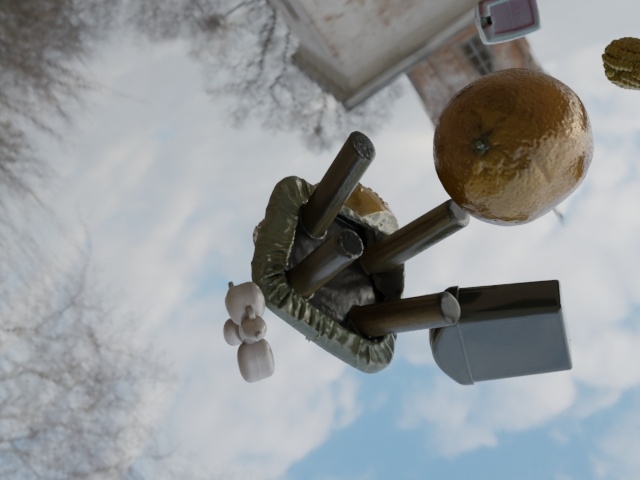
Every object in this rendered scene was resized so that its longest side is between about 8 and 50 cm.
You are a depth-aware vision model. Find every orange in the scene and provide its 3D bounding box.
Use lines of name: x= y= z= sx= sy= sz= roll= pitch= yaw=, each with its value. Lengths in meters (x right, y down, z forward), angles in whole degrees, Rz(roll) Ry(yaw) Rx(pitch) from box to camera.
orange: x=0.298 y=-0.146 z=1.663 sx=0.264 sy=0.264 sz=0.264 roll=-29 pitch=-156 yaw=14

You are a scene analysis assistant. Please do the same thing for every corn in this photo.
corn: x=0.610 y=-0.285 z=1.814 sx=0.101 sy=0.101 sz=0.292 roll=-44 pitch=-137 yaw=-19

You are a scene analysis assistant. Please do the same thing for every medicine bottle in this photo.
medicine bottle: x=0.374 y=-0.451 z=2.150 sx=0.119 sy=0.094 sz=0.188 roll=-14 pitch=-173 yaw=6

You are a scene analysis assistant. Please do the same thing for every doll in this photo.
doll: x=-0.111 y=0.129 z=1.609 sx=0.059 sy=0.160 sz=0.161 roll=-16 pitch=-144 yaw=-13

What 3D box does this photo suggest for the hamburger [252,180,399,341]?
hamburger: x=0.000 y=0.000 z=2.357 sx=0.268 sy=0.287 sz=0.445 roll=-34 pitch=158 yaw=-16

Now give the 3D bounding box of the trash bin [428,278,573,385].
trash bin: x=0.306 y=0.158 z=1.835 sx=0.236 sy=0.176 sz=0.101 roll=-8 pitch=-145 yaw=16

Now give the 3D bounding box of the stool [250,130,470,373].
stool: x=0.075 y=0.017 z=1.797 sx=0.226 sy=0.310 sz=0.310 roll=-35 pitch=-148 yaw=40
